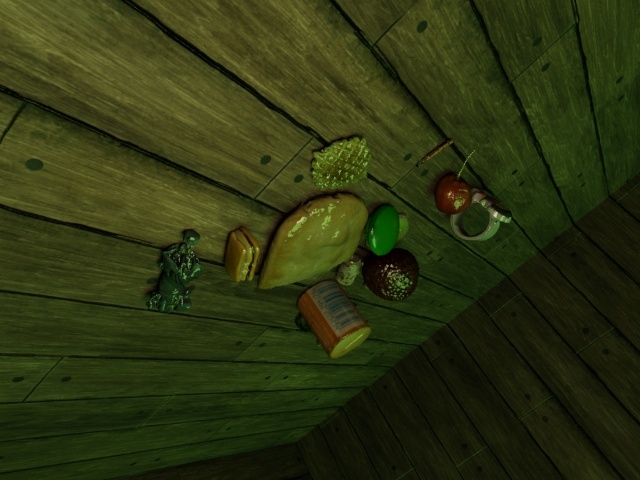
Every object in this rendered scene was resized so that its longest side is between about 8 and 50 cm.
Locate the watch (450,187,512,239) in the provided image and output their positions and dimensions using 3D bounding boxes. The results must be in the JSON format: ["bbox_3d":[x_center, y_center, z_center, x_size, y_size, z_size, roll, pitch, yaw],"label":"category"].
[{"bbox_3d":[0.724,-0.099,2.138,0.196,0.244,0.231,9,122,-48],"label":"watch"}]

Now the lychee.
[{"bbox_3d":[0.314,0.147,2.067,0.261,0.260,0.260,-23,147,-16],"label":"lychee"}]

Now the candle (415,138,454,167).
[{"bbox_3d":[0.430,-0.332,1.771,0.167,0.021,0.026,-35,139,6],"label":"candle"}]

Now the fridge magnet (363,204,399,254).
[{"bbox_3d":[0.253,-0.043,1.892,0.208,0.088,0.207,-19,116,-46],"label":"fridge magnet"}]

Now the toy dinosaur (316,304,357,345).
[{"bbox_3d":[0.110,0.390,2.338,0.206,0.092,0.393,-29,-170,26],"label":"toy dinosaur"}]

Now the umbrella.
[{"bbox_3d":[-0.463,0.111,1.526,0.143,0.094,0.348,-5,137,-44],"label":"umbrella"}]

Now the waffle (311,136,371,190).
[{"bbox_3d":[0.069,-0.247,1.537,0.214,0.054,0.207,-20,150,-10],"label":"waffle"}]

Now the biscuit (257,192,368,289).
[{"bbox_3d":[0.000,0.001,1.769,0.430,0.104,0.446,-10,142,-32],"label":"biscuit"}]

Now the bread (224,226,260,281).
[{"bbox_3d":[-0.270,0.053,1.590,0.077,0.116,0.200,-16,145,-33],"label":"bread"}]

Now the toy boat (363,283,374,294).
[{"bbox_3d":[0.353,0.215,2.391,0.277,0.084,0.111,-5,137,-36],"label":"toy boat"}]

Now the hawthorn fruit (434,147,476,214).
[{"bbox_3d":[0.562,-0.240,1.910,0.165,0.165,0.285,-15,135,-26],"label":"hawthorn fruit"}]

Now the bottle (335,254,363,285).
[{"bbox_3d":[0.131,0.119,2.058,0.099,0.099,0.152,-8,137,-34],"label":"bottle"}]

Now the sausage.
[{"bbox_3d":[0.058,0.353,2.129,0.233,0.287,0.233,-29,151,-18],"label":"sausage"}]

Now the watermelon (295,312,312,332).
[{"bbox_3d":[-0.052,0.400,2.291,0.094,0.135,0.125,-55,168,-48],"label":"watermelon"}]

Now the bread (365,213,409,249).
[{"bbox_3d":[0.301,-0.030,2.058,0.229,0.033,0.228,-22,145,-16],"label":"bread"}]
